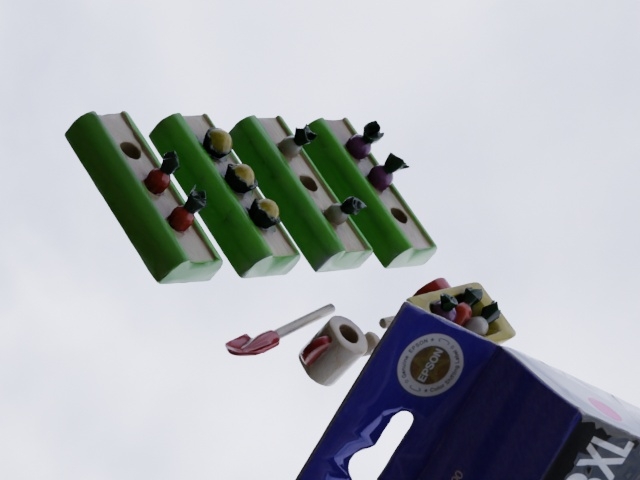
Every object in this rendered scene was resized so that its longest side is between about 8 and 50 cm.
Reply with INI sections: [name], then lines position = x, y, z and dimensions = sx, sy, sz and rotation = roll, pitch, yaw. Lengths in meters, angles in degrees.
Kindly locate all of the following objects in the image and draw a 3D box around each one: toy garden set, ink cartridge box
[toy garden set]
position = 0.000, 0.000, 1.115
dimensions = 0.049, 0.244, 0.204
rotation = -47, -115, 30
[ink cartridge box]
position = 0.157, 0.182, 1.024
dimensions = 0.175, 0.371, 0.069
rotation = -59, -157, 11
